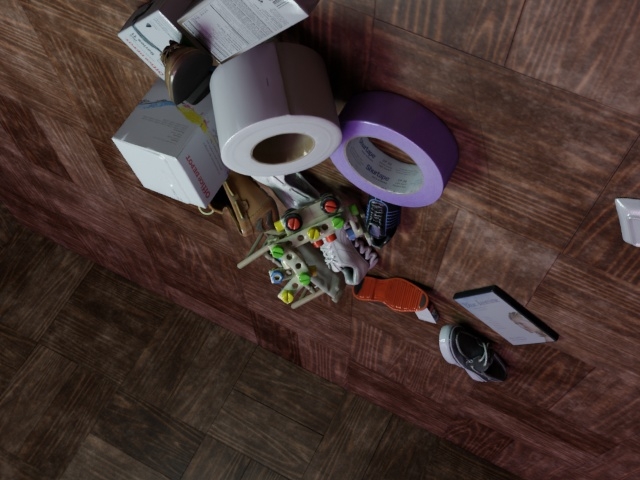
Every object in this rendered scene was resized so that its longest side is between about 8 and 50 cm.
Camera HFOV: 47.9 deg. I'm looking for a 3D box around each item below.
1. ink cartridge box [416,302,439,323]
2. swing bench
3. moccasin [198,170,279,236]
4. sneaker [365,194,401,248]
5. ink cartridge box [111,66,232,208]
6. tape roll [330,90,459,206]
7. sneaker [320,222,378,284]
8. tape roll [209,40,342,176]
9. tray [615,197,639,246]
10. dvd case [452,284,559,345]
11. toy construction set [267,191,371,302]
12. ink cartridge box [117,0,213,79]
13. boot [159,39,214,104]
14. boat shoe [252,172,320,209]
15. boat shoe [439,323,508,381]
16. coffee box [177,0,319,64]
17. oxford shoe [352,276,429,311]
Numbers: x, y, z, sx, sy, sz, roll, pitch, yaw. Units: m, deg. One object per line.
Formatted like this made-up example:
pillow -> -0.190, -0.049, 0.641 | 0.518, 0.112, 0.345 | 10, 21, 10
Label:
ink cartridge box -> 0.320, 0.210, 2.225 | 0.063, 0.029, 0.115 | 12, 150, 37
swing bench -> -0.072, 0.070, 2.244 | 0.253, 0.165, 0.254 | 41, 149, -22
moccasin -> -0.259, -0.132, 1.951 | 0.380, 0.147, 0.139 | 48, 157, 34
sneaker -> 0.153, -0.064, 1.791 | 0.081, 0.090, 0.232 | 20, 155, 22
ink cartridge box -> -0.312, -0.256, 1.721 | 0.197, 0.270, 0.198 | 19, 154, 24
tape roll -> 0.152, -0.190, 1.543 | 0.274, 0.090, 0.275 | 26, 156, 12
sneaker -> 0.044, 0.013, 2.043 | 0.292, 0.118, 0.110 | 44, 155, -26
tape roll -> -0.091, -0.256, 1.451 | 0.246, 0.169, 0.246 | -10, 160, -4
tray -> 0.693, -0.011, 1.345 | 0.270, 0.030, 0.145 | 11, 151, 37
dvd case -> 0.514, 0.213, 2.013 | 0.253, 0.022, 0.180 | 37, 156, -15
toy construction set -> 0.000, 0.000, 1.860 | 0.215, 0.327, 0.151 | 65, 167, -16
ink cartridge box -> -0.328, -0.449, 1.583 | 0.153, 0.087, 0.208 | 44, 153, -29
boot -> -0.278, -0.340, 1.412 | 0.115, 0.112, 0.305 | 45, -179, -6
boat shoe -> -0.107, -0.186, 1.866 | 0.277, 0.098, 0.096 | 41, 132, -21
boat shoe -> 0.483, 0.347, 2.231 | 0.119, 0.121, 0.335 | -2, 152, 39
coffee box -> -0.102, -0.436, 1.247 | 0.119, 0.168, 0.297 | 42, 155, -26
oxford shoe -> 0.229, 0.165, 2.193 | 0.271, 0.097, 0.098 | 13, 171, 43
